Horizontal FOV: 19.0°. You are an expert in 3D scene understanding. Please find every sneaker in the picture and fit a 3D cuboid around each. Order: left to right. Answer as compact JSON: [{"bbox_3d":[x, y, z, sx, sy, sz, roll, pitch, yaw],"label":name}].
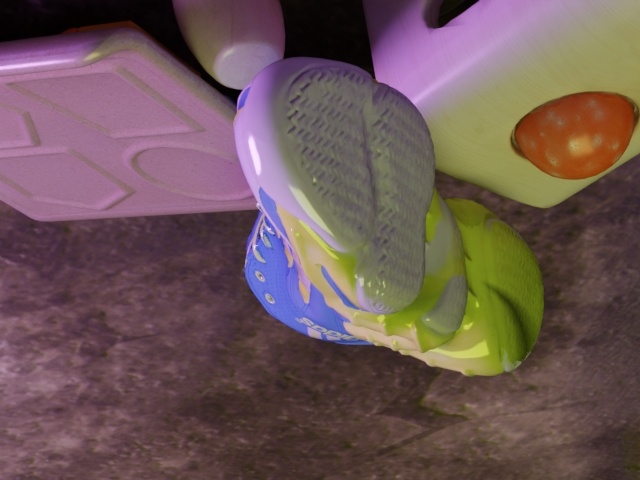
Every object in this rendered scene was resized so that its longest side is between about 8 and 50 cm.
[{"bbox_3d":[0.000,0.000,0.832,0.126,0.091,0.240,0,153,32],"label":"sneaker"}]

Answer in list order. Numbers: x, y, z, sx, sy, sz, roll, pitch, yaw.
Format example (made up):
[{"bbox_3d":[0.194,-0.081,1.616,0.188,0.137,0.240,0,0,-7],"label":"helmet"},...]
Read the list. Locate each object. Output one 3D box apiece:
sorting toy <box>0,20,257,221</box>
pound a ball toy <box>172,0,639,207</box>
[{"bbox_3d":[-0.112,-0.056,0.901,0.193,0.038,0.208,-3,162,32],"label":"sorting toy"},{"bbox_3d":[0.113,-0.120,0.799,0.208,0.135,0.319,18,140,-40],"label":"pound a ball toy"}]
